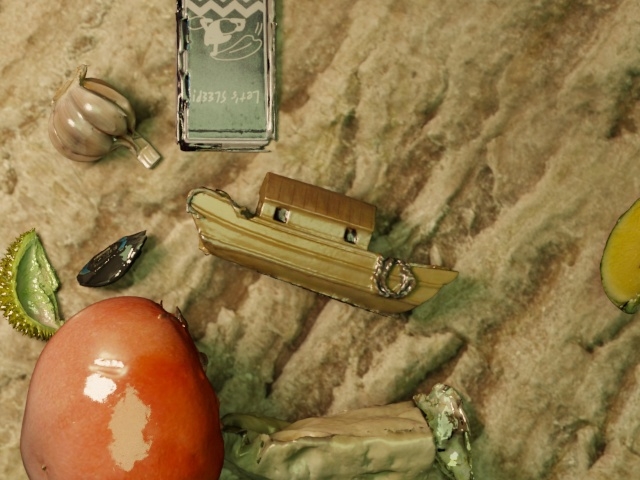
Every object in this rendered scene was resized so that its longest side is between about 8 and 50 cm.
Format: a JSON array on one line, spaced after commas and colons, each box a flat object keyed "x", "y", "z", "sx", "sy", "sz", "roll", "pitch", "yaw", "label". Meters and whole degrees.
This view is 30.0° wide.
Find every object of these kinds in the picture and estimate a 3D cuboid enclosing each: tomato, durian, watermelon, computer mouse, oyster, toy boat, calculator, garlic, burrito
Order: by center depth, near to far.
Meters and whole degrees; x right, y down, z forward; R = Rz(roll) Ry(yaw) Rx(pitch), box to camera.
[{"x": -0.294, "y": 0.255, "z": 1.725, "sx": 0.272, "sy": 0.341, "sz": 0.341, "roll": -20, "pitch": 90, "yaw": -26, "label": "tomato"}, {"x": 0.003, "y": 0.326, "z": 1.841, "sx": 0.331, "sy": 0.190, "sz": 0.135, "roll": -2, "pitch": 100, "yaw": -3, "label": "burrito"}, {"x": -0.449, "y": 0.091, "z": 1.857, "sx": 0.100, "sy": 0.086, "sz": 0.215, "roll": -16, "pitch": 87, "yaw": -20, "label": "durian"}, {"x": -0.339, "y": -0.168, "z": 1.867, "sx": 0.131, "sy": 0.127, "sz": 0.194, "roll": -31, "pitch": 122, "yaw": 24, "label": "garlic"}, {"x": -0.319, "y": 0.035, "z": 1.872, "sx": 0.135, "sy": 0.079, "sz": 0.047, "roll": -38, "pitch": 111, "yaw": 1, "label": "computer mouse"}, {"x": 0.000, "y": 0.000, "z": 1.885, "sx": 0.445, "sy": 0.136, "sz": 0.162, "roll": 19, "pitch": 90, "yaw": -9, "label": "toy boat"}, {"x": 0.201, "y": 0.329, "z": 1.925, "sx": 0.106, "sy": 0.061, "sz": 0.200, "roll": 0, "pitch": 76, "yaw": -17, "label": "oyster"}, {"x": -0.152, "y": -0.280, "z": 1.925, "sx": 0.165, "sy": 0.028, "sz": 0.274, "roll": 0, "pitch": 89, "yaw": -9, "label": "calculator"}, {"x": 0.550, "y": -0.003, "z": 1.932, "sx": 0.123, "sy": 0.129, "sz": 0.301, "roll": 40, "pitch": 79, "yaw": -5, "label": "watermelon"}]
